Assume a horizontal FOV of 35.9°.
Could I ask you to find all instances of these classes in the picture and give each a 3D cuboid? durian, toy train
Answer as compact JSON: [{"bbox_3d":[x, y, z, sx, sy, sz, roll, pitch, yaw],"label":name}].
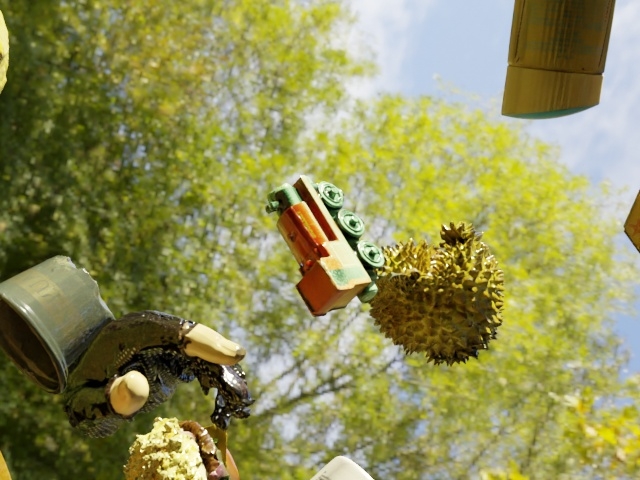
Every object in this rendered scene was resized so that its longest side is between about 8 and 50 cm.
[{"bbox_3d":[0.205,0.092,1.738,0.293,0.258,0.258,-84,-162,-72],"label":"durian"},{"bbox_3d":[0.000,0.000,1.171,0.074,0.118,0.176,-44,-112,34],"label":"toy train"}]

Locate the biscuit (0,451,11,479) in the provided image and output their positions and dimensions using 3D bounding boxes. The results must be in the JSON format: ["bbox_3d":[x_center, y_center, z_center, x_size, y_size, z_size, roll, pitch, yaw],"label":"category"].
[{"bbox_3d":[-0.269,0.204,0.620,0.034,0.182,0.215,-30,129,-71],"label":"biscuit"}]

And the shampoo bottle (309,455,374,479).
[{"bbox_3d":[-0.065,0.315,0.831,0.303,0.092,0.092,-39,-158,-20],"label":"shampoo bottle"}]

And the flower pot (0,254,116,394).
[{"bbox_3d":[-0.321,0.093,1.187,0.157,0.107,0.157,31,-39,29],"label":"flower pot"}]

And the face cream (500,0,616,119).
[{"bbox_3d":[0.339,-0.309,1.384,0.067,0.139,0.285,-66,162,-76],"label":"face cream"}]

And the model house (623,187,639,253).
[{"bbox_3d":[0.500,-0.038,1.184,0.219,0.136,0.208,17,-77,33],"label":"model house"}]

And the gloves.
[{"bbox_3d":[-0.121,0.096,0.793,0.180,0.129,0.106,-27,-124,38],"label":"gloves"}]

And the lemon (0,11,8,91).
[{"bbox_3d":[-0.376,-0.167,0.872,0.192,0.192,0.231,11,-103,61],"label":"lemon"}]

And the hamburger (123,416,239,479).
[{"bbox_3d":[-0.205,0.381,1.413,0.243,0.138,0.262,-40,-123,53],"label":"hamburger"}]
